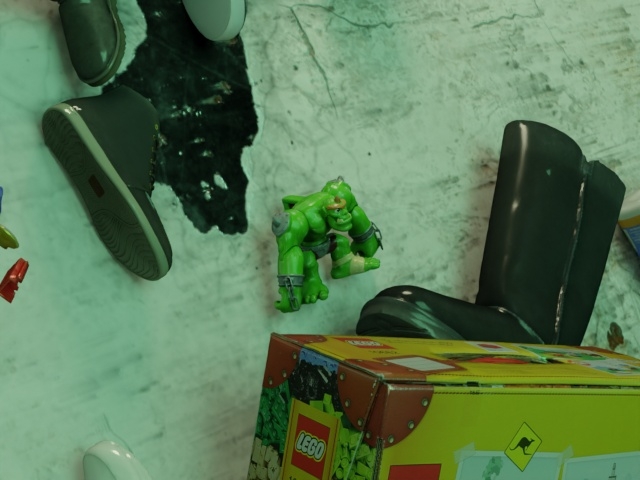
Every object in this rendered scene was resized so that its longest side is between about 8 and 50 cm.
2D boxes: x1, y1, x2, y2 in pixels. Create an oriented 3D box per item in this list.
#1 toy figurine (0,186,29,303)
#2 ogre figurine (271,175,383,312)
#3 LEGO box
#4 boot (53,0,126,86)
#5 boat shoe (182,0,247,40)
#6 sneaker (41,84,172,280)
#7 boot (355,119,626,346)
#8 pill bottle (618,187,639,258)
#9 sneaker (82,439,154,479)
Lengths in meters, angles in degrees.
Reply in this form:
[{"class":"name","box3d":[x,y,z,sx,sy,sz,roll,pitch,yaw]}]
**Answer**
[{"class":"toy figurine","box3d":[-0.437,-0.072,1.236,0.362,0.191,0.217,36,23,-14]},{"class":"ogre figurine","box3d":[0.000,0.000,1.558,0.197,0.097,0.118,-26,108,-27]},{"class":"LEGO box","box3d":[0.168,0.307,1.405,0.500,0.193,0.372,6,96,-37]},{"class":"boot","box3d":[-0.309,-0.282,1.394,0.208,0.076,0.190,32,38,-53]},{"class":"boat shoe","box3d":[-0.126,-0.387,1.604,0.102,0.108,0.301,-1,67,-38]},{"class":"sneaker","box3d":[-0.202,-0.071,1.423,0.118,0.083,0.222,-31,92,-42]},{"class":"boot","box3d":[0.238,0.016,1.691,0.367,0.146,0.445,43,56,-34]},{"class":"pill bottle","box3d":[0.583,0.032,1.970,0.152,0.152,0.272,-35,95,-42]},{"class":"sneaker","box3d":[-0.212,0.314,1.261,0.115,0.090,0.232,-5,75,-36]}]
